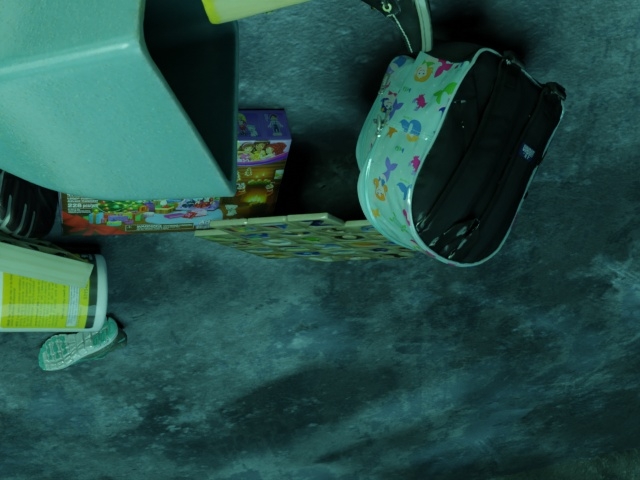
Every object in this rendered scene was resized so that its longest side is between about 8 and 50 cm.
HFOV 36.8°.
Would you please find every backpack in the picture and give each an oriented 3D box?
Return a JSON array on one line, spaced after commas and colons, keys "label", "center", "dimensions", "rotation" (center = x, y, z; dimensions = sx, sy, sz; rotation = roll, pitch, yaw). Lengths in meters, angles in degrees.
[{"label": "backpack", "center": [0.161, -0.102, 1.196], "dimensions": [0.225, 0.253, 0.191], "rotation": [23, 176, -43]}]

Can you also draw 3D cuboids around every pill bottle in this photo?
[{"label": "pill bottle", "center": [-0.424, 0.075, 1.403], "dimensions": [0.209, 0.119, 0.119], "rotation": [2, 145, -22]}]

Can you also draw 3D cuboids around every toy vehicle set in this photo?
[{"label": "toy vehicle set", "center": [-0.441, -0.001, 1.214], "dimensions": [0.166, 0.035, 0.267], "rotation": [21, -179, 39]}]

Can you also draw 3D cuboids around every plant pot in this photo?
[{"label": "plant pot", "center": [-0.239, -0.184, 0.960], "dimensions": [0.252, 0.247, 0.248], "rotation": [-10, 149, 12]}]

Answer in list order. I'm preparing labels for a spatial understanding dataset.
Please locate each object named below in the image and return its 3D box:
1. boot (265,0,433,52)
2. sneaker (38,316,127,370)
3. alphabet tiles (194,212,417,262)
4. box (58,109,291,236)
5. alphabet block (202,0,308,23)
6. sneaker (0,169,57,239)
[{"label": "boot", "center": [0.018, -0.278, 1.036], "dimensions": [0.179, 0.085, 0.236], "rotation": [-16, 141, 11]}, {"label": "sneaker", "center": [-0.402, 0.187, 1.641], "dimensions": [0.167, 0.065, 0.076], "rotation": [-20, 151, 16]}, {"label": "alphabet tiles", "center": [0.000, 0.000, 1.385], "dimensions": [0.285, 0.011, 0.342], "rotation": [-4, 169, 24]}, {"label": "box", "center": [-0.199, -0.087, 1.281], "dimensions": [0.294, 0.057, 0.201], "rotation": [-3, 146, -14]}, {"label": "alphabet block", "center": [-0.035, -0.330, 0.820], "dimensions": [0.197, 0.192, 0.193], "rotation": [-14, 154, 2]}, {"label": "sneaker", "center": [-0.464, -0.079, 1.197], "dimensions": [0.163, 0.106, 0.281], "rotation": [3, 163, 21]}]
